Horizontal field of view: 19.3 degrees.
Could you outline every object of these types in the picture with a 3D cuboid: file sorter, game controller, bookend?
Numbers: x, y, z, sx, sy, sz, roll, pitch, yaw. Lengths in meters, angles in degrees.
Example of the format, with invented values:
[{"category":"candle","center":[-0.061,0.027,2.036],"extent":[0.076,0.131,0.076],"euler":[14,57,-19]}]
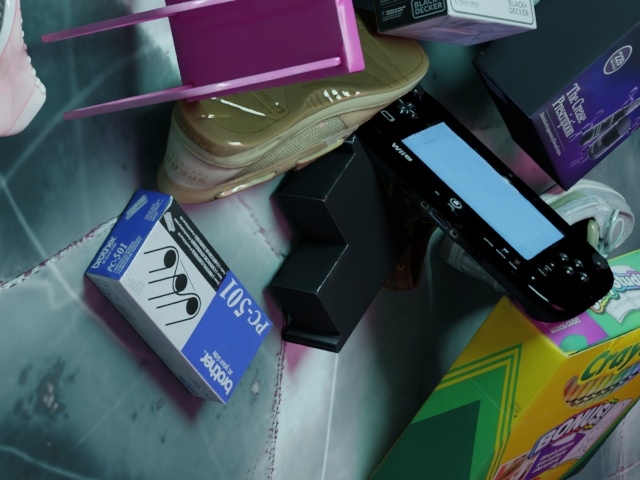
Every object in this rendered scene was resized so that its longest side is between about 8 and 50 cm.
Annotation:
[{"category":"file sorter","center":[-0.123,-0.251,1.494],"extent":[0.182,0.202,0.291],"euler":[-18,99,-45]},{"category":"game controller","center":[0.157,-0.043,1.898],"extent":[0.067,0.319,0.166],"euler":[-51,167,21]},{"category":"bookend","center":[0.000,0.000,1.866],"extent":[0.157,0.072,0.156],"euler":[-57,137,-27]}]

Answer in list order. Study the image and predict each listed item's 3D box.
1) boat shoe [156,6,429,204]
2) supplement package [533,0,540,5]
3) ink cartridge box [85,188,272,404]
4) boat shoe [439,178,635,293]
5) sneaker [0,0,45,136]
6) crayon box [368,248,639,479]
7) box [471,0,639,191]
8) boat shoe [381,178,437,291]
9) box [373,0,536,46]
[{"category":"boat shoe","center":[-0.030,-0.130,1.780],"extent":[0.341,0.121,0.110],"euler":[-26,155,-45]},{"category":"supplement package","center":[0.241,-0.297,2.090],"extent":[0.179,0.105,0.105],"euler":[-10,106,-53]},{"category":"ink cartridge box","center":[-0.126,0.054,1.732],"extent":[0.097,0.046,0.207],"euler":[-59,139,-23]},{"category":"boat shoe","center":[0.268,0.004,2.169],"extent":[0.320,0.103,0.118],"euler":[-5,130,-50]},{"category":"sneaker","center":[-0.254,-0.146,1.513],"extent":[0.070,0.051,0.134],"euler":[1,101,-55]},{"category":"crayon box","center":[0.251,0.168,2.082],"extent":[0.363,0.106,0.313],"euler":[-15,146,-51]},{"category":"box","center":[0.287,-0.181,2.061],"extent":[0.184,0.103,0.261],"euler":[-44,158,1]},{"category":"boat shoe","center":[0.103,-0.028,2.006],"extent":[0.064,0.060,0.178],"euler":[30,74,-52]},{"category":"box","center":[0.119,-0.347,1.865],"extent":[0.169,0.087,0.290],"euler":[-2,83,-53]}]
